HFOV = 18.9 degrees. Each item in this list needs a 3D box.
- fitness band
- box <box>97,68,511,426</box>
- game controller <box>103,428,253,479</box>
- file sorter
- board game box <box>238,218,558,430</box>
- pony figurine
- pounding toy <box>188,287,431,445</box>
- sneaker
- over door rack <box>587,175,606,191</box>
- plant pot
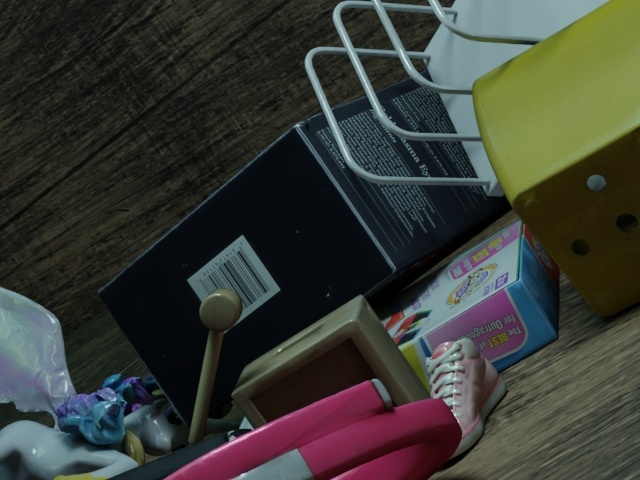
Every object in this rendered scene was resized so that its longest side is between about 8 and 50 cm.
[{"bbox_3d":[-0.031,0.189,1.413,0.291,0.054,0.209,-22,-21,-20],"label":"fitness band"},{"bbox_3d":[0.000,0.000,2.029,0.343,0.179,0.312,-38,-6,37],"label":"box"},{"bbox_3d":[-0.177,0.233,1.517,0.319,0.067,0.166,-21,-15,-11],"label":"game controller"},{"bbox_3d":[0.131,-0.204,1.799,0.173,0.193,0.278,1,-40,-31],"label":"file sorter"},{"bbox_3d":[0.074,0.110,1.804,0.316,0.064,0.242,-32,8,14],"label":"board game box"},{"bbox_3d":[-0.300,0.231,2.038,0.351,0.303,0.363,7,24,25],"label":"pony figurine"},{"bbox_3d":[-0.029,0.119,1.644,0.181,0.206,0.094,-32,8,12],"label":"pounding toy"},{"bbox_3d":[0.104,0.126,1.566,0.051,0.070,0.134,-27,12,32],"label":"sneaker"},{"bbox_3d":[0.262,-0.184,2.201,0.108,0.239,0.324,-37,6,17],"label":"over door rack"},{"bbox_3d":[0.264,-0.062,1.638,0.212,0.212,0.187,-30,23,26],"label":"plant pot"}]
